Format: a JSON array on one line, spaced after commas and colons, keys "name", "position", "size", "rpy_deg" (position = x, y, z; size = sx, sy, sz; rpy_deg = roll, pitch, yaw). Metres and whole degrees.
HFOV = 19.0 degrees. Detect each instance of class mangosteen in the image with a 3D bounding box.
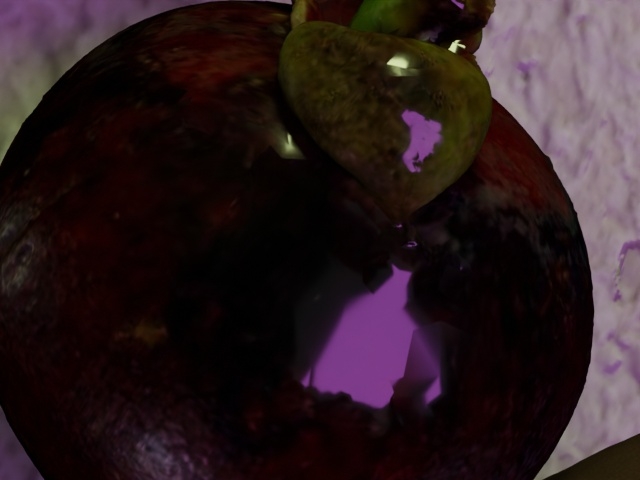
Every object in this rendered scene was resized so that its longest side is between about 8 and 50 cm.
[{"name": "mangosteen", "position": [-0.006, 0.010, 0.635], "size": [0.216, 0.216, 0.216], "rpy_deg": [-4, 98, -34]}]

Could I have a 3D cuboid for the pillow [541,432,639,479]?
[{"name": "pillow", "position": [0.064, 0.161, 0.685], "size": [0.305, 0.308, 0.108], "rpy_deg": [-31, 83, -25]}]
